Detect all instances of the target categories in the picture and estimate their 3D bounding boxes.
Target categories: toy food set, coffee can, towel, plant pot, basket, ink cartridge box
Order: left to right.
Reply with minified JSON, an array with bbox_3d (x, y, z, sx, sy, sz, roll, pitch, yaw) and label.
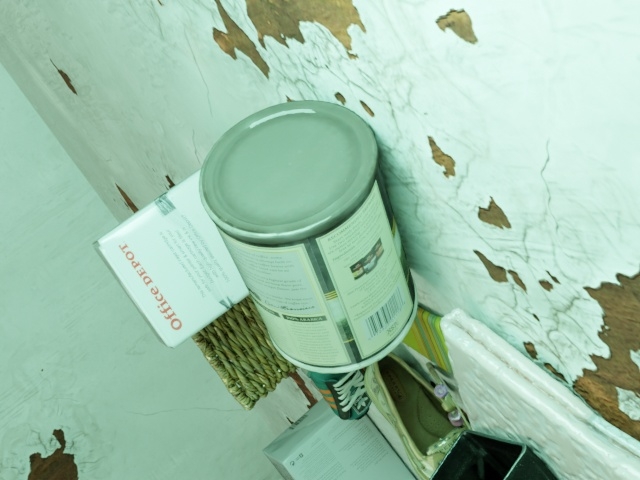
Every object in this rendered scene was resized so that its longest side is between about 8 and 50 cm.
[{"bbox_3d":[-0.183,0.008,1.594,0.198,0.273,0.115,57,164,-9],"label":"ink cartridge box"},{"bbox_3d":[-0.161,0.123,1.906,0.299,0.223,0.213,55,164,-16],"label":"basket"},{"bbox_3d":[-0.006,0.002,1.227,0.201,0.201,0.275,39,160,37],"label":"coffee can"},{"bbox_3d":[0.119,0.110,1.468,0.237,0.021,0.102,30,148,55],"label":"towel"},{"bbox_3d":[0.180,0.230,1.491,0.078,0.019,0.122,59,180,-17],"label":"toy food set"},{"bbox_3d":[0.225,0.367,1.289,0.167,0.187,0.188,38,167,-9],"label":"plant pot"},{"bbox_3d":[0.288,0.259,1.263,0.317,0.053,0.332,38,160,38],"label":"towel"}]

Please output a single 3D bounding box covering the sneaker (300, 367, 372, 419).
[{"bbox_3d":[0.046,0.246,1.834,0.121,0.108,0.302,46,172,16],"label":"sneaker"}]

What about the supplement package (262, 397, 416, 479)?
[{"bbox_3d":[0.048,0.492,2.188,0.263,0.199,0.198,53,165,-6],"label":"supplement package"}]

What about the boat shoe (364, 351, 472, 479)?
[{"bbox_3d":[0.166,0.289,1.578,0.285,0.104,0.089,47,167,17],"label":"boat shoe"}]
